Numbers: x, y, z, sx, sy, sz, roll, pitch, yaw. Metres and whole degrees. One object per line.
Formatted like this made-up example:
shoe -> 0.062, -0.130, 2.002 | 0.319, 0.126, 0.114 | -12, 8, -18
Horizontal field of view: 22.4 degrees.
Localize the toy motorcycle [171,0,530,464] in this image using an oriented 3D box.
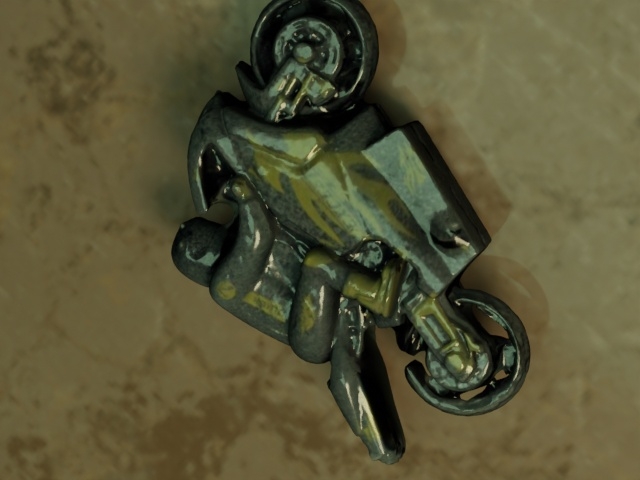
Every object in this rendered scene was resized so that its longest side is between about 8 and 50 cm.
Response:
toy motorcycle -> 0.000, 0.000, 0.666 | 0.124, 0.061, 0.193 | -26, 92, 18
